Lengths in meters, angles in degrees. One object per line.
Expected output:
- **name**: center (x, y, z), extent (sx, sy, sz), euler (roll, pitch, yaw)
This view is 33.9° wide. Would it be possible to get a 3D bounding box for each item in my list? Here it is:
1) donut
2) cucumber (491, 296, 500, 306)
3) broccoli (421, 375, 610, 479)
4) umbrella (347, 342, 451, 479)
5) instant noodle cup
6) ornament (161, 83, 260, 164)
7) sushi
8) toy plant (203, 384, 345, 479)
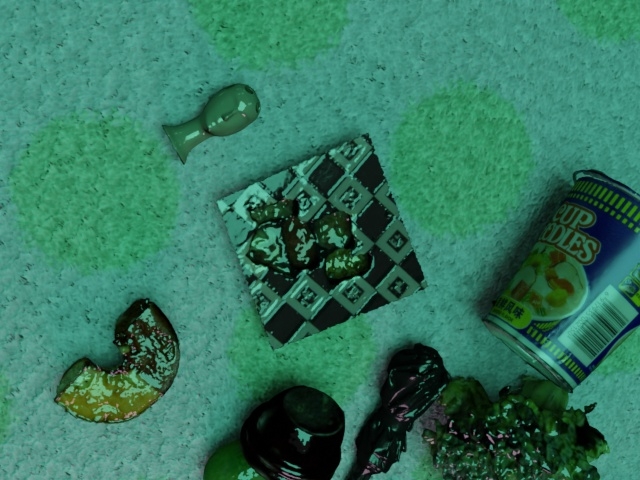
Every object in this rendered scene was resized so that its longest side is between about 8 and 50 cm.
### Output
- **donut**: center (-0.317, 0.202, 1.685), extent (0.217, 0.085, 0.141), euler (-42, 110, -4)
- **cucumber**: center (0.360, 0.145, 1.909), extent (0.067, 0.035, 0.107), euler (-27, 109, -12)
- **broccoli**: center (0.375, 0.369, 1.853), extent (0.348, 0.293, 0.281), euler (51, 46, -30)
- **umbrella**: center (0.115, 0.336, 1.848), extent (0.118, 0.118, 0.340), euler (24, 103, -20)
- **instant noodle cup**: center (0.451, 0.084, 1.794), extent (0.284, 0.284, 0.312), euler (41, 87, -20)
- **ornament**: center (-0.166, -0.189, 1.652), extent (0.156, 0.081, 0.075), euler (-30, 104, -4)
- **sushi**: center (0.000, 0.000, 1.753), extent (0.292, 0.059, 0.294), euler (-23, 107, -11)
- **toy plant**: center (-0.068, 0.361, 1.761), extent (0.218, 0.175, 0.235), euler (14, 123, -25)
